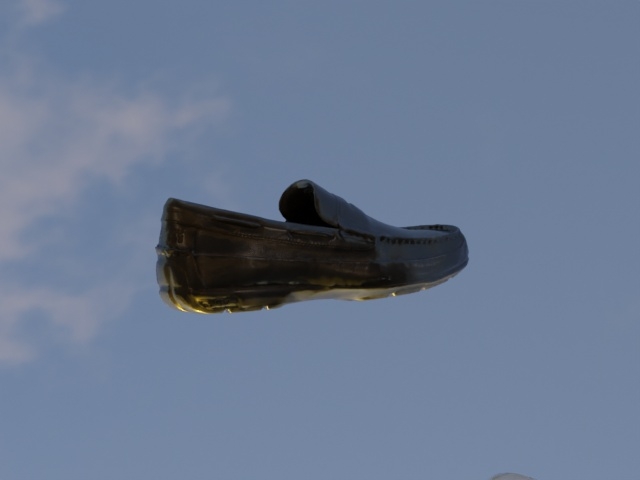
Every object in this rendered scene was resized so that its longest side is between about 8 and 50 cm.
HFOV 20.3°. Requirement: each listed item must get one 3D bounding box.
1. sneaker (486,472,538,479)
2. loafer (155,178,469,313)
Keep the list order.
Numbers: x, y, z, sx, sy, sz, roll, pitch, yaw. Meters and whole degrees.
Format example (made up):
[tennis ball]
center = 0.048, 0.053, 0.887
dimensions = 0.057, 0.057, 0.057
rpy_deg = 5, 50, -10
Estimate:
[sneaker]
center = 0.118, 0.288, 0.779
dimensions = 0.236, 0.130, 0.323
rpy_deg = -41, -95, -20
[loafer]
center = 0.000, 0.000, 1.134
dimensions = 0.076, 0.223, 0.078
rpy_deg = 5, -82, 58
